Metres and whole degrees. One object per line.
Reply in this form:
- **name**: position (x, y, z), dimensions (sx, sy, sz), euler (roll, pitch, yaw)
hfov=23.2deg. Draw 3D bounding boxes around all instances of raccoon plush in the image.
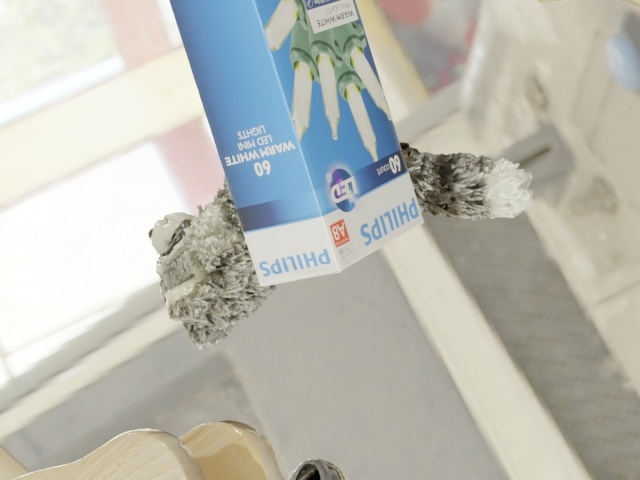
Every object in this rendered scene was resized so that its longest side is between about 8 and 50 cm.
- **raccoon plush**: position (0.000, 0.000, 1.882), dimensions (0.446, 0.299, 0.216), euler (6, 156, 33)

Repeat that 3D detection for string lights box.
- **string lights box**: position (-0.021, -0.111, 1.145), dimensions (0.133, 0.077, 0.259), euler (-29, -76, -54)

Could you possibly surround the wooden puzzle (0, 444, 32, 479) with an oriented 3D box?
- **wooden puzzle**: position (-0.342, 0.389, 1.476), dimensions (0.322, 0.348, 0.080), euler (46, -165, -18)

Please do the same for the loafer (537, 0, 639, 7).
- **loafer**: position (0.341, -0.270, 1.599), dimensions (0.102, 0.269, 0.092), euler (-76, -22, -61)

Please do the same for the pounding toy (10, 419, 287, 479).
- **pounding toy**: position (-0.131, 0.181, 0.666), dimensions (0.155, 0.269, 0.154), euler (5, -116, -62)

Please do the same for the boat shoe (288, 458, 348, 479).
- **boat shoe**: position (-0.043, 0.288, 1.407), dimensions (0.075, 0.206, 0.065), euler (23, 165, 25)
